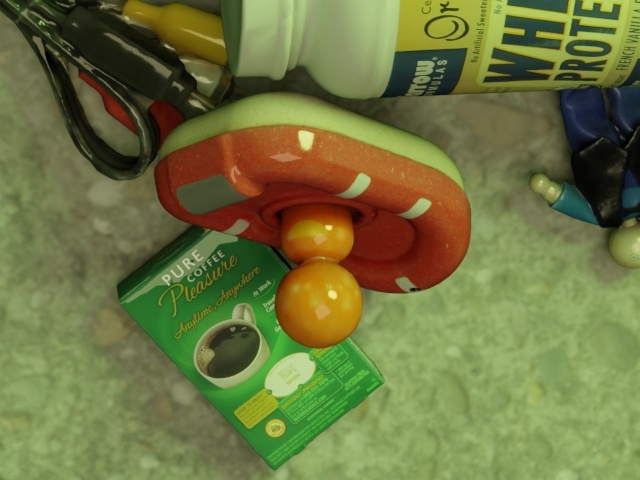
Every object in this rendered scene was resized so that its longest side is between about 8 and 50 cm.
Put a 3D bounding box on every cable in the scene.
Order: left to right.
[{"bbox_3d":[-0.176,-0.151,1.309,0.287,0.072,0.139,35,113,-5],"label":"cable"}]

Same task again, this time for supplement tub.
[{"bbox_3d":[0.095,-0.207,1.223,0.316,0.228,0.228,-3,109,-7],"label":"supplement tub"}]

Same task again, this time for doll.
[{"bbox_3d":[0.212,-0.063,1.387,0.129,0.046,0.189,-22,117,-10],"label":"doll"}]

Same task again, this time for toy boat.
[{"bbox_3d":[0.000,0.000,1.285,0.231,0.151,0.151,17,66,-42],"label":"toy boat"}]

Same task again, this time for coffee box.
[{"bbox_3d":[-0.050,0.069,1.397,0.113,0.040,0.184,-40,110,6],"label":"coffee box"}]
